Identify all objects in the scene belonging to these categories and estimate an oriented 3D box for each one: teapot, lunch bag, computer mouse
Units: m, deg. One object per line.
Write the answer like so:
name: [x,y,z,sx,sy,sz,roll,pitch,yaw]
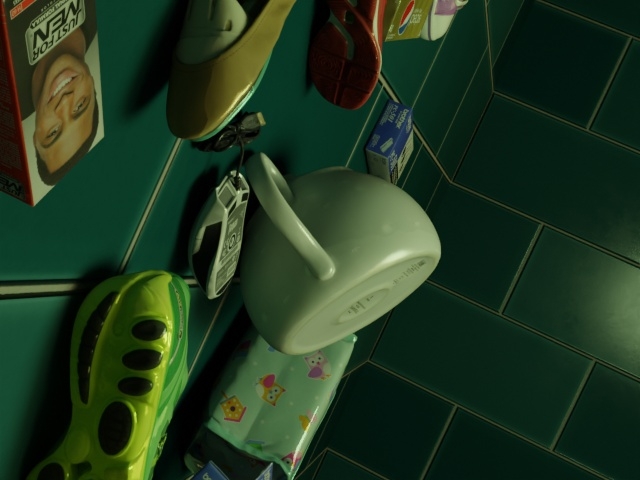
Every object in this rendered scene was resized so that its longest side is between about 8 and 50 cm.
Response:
teapot: [0.000,0.000,1.043,0.252,0.187,0.256,-19,159,-36]
lunch bag: [-0.076,0.233,1.248,0.223,0.160,0.262,-61,179,-32]
computer mouse: [-0.099,-0.032,0.863,0.106,0.042,0.193,-53,159,-62]

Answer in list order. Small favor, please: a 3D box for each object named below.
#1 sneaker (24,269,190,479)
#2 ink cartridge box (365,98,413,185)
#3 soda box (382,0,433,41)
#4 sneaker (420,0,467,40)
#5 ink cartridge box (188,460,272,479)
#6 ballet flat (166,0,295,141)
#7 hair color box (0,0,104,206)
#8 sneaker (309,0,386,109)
sneaker: [-0.168,0.158,0.777,0.295,0.109,0.123,-68,168,20]
ink cartridge box: [0.122,-0.159,1.568,0.097,0.046,0.207,-64,169,-9]
soda box: [0.088,-0.286,1.111,0.061,0.058,0.181,-69,168,20]
sneaker: [0.249,-0.408,1.327,0.102,0.161,0.282,-47,160,-61]
ink cartridge box: [-0.188,0.377,1.069,0.311,0.065,0.186,-37,158,-23]
ballet flat: [-0.062,-0.181,0.679,0.232,0.080,0.073,-62,141,-25]
hair color box: [-0.153,-0.093,0.474,0.072,0.043,0.141,-57,167,-38]
sneaker: [0.055,-0.252,0.972,0.128,0.087,0.221,-55,166,-35]
